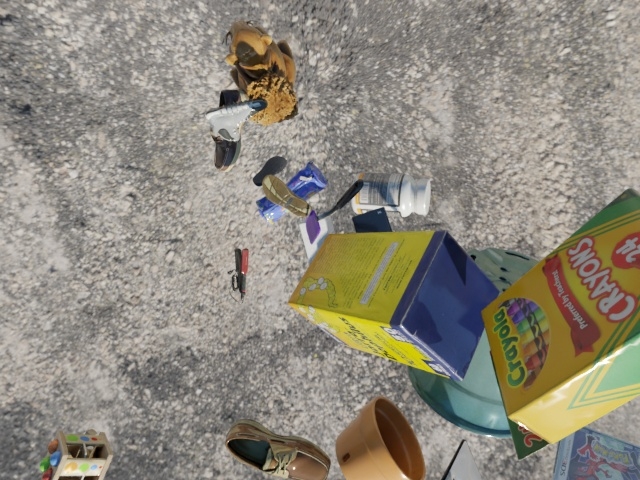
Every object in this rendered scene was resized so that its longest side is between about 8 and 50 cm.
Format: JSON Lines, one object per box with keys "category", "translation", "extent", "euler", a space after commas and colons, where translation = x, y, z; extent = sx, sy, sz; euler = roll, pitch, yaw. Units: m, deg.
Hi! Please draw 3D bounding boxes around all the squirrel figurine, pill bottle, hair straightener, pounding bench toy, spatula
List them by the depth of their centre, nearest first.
{"category": "pounding bench toy", "translation": [-0.311, 0.267, 0.554], "extent": [0.065, 0.083, 0.052], "euler": [25, 87, -39]}
{"category": "spatula", "translation": [0.033, -0.090, 1.292], "extent": [0.030, 0.084, 0.296], "euler": [2, 150, -40]}
{"category": "pill bottle", "translation": [0.268, -0.173, 1.682], "extent": [0.278, 0.162, 0.162], "euler": [5, 110, 20]}
{"category": "squirrel figurine", "translation": [-0.221, -0.655, 1.732], "extent": [0.280, 0.370, 0.397], "euler": [-21, 86, 2]}
{"category": "hair straightener", "translation": [-0.338, 0.144, 1.820], "extent": [0.089, 0.047, 0.231], "euler": [3, 96, 29]}

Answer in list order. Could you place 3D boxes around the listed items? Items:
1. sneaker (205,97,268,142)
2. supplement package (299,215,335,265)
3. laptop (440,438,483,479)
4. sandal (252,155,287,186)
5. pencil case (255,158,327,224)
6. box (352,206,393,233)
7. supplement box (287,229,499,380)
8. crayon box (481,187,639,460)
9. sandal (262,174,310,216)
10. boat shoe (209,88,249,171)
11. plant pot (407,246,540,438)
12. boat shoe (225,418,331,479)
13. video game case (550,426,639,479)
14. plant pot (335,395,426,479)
{"category": "sneaker", "translation": [-0.284, -0.422, 1.578], "extent": [0.228, 0.086, 0.132], "euler": [-10, 117, 10]}
{"category": "supplement package", "translation": [0.000, 0.000, 1.699], "extent": [0.105, 0.105, 0.179], "euler": [-11, 102, 15]}
{"category": "laptop", "translation": [0.409, 0.741, 0.968], "extent": [0.236, 0.408, 0.382], "euler": [-16, 101, 42]}
{"category": "sandal", "translation": [-0.200, -0.279, 1.753], "extent": [0.179, 0.040, 0.067], "euler": [-33, 100, 32]}
{"category": "pencil case", "translation": [-0.117, -0.187, 1.760], "extent": [0.306, 0.133, 0.119], "euler": [-34, 88, 13]}
{"category": "box", "translation": [0.185, 0.013, 1.394], "extent": [0.108, 0.207, 0.153], "euler": [-18, 63, 10]}
{"category": "supplement box", "translation": [0.131, 0.115, 0.899], "extent": [0.194, 0.356, 0.195], "euler": [42, 68, -26]}
{"category": "crayon box", "translation": [0.323, 0.108, 0.560], "extent": [0.081, 0.202, 0.319], "euler": [32, 119, -10]}
{"category": "sandal", "translation": [-0.107, -0.139, 1.385], "extent": [0.180, 0.049, 0.072], "euler": [35, 110, -20]}
{"category": "boat shoe", "translation": [-0.376, -0.420, 1.710], "extent": [0.123, 0.123, 0.342], "euler": [47, 129, 28]}
{"category": "plant pot", "translation": [0.415, 0.217, 1.067], "extent": [0.340, 0.341, 0.334], "euler": [7, 116, -4]}
{"category": "boat shoe", "translation": [-0.133, 0.635, 1.293], "extent": [0.323, 0.120, 0.123], "euler": [16, 90, 9]}
{"category": "video game case", "translation": [0.682, 0.565, 1.083], "extent": [0.201, 0.023, 0.184], "euler": [18, 74, 11]}
{"category": "plant pot", "translation": [0.188, 0.710, 1.496], "extent": [0.203, 0.291, 0.291], "euler": [-37, 106, 16]}
